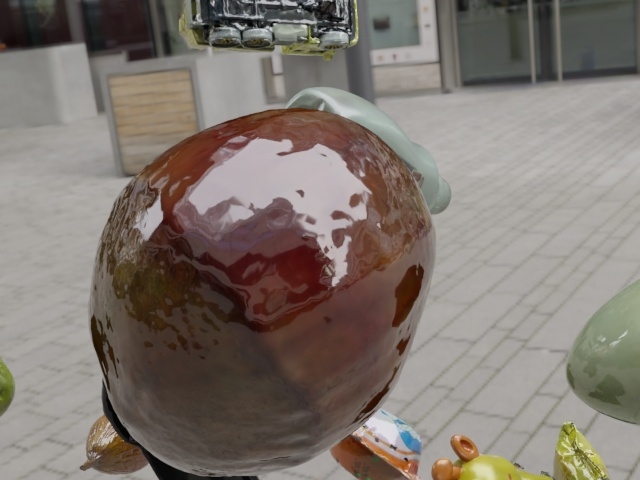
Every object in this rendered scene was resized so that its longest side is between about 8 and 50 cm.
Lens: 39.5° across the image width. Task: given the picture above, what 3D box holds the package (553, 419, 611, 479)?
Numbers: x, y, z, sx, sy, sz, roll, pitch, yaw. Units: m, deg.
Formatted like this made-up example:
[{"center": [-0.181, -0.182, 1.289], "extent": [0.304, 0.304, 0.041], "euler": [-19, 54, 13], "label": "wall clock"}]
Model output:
[{"center": [0.469, 0.443, 1.574], "extent": [0.090, 0.226, 0.168], "euler": [-18, 34, 1], "label": "package"}]

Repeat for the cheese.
[{"center": [0.071, 0.364, 1.721], "extent": [0.329, 0.129, 0.217], "euler": [36, -1, 39], "label": "cheese"}]

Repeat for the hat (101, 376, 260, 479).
[{"center": [-0.183, 0.249, 1.395], "extent": [0.238, 0.336, 0.209], "euler": [-32, 8, 32], "label": "hat"}]

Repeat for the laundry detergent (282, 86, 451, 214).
[{"center": [0.065, -0.077, 1.359], "extent": [0.125, 0.264, 0.398], "euler": [42, 20, 32], "label": "laundry detergent"}]

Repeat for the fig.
[{"center": [-0.336, 0.354, 1.486], "extent": [0.119, 0.119, 0.153], "euler": [-6, 29, 3], "label": "fig"}]

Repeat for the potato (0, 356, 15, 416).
[{"center": [-0.577, 0.213, 1.294], "extent": [0.253, 0.148, 0.186], "euler": [-3, 33, -24], "label": "potato"}]

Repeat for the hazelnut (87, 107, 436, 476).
[{"center": [-0.054, 0.056, 0.969], "extent": [0.353, 0.420, 0.421], "euler": [25, 31, 33], "label": "hazelnut"}]

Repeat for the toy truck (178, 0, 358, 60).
[{"center": [-0.088, -0.350, 1.404], "extent": [0.272, 0.124, 0.157], "euler": [-4, -1, -26], "label": "toy truck"}]

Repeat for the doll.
[{"center": [0.222, 0.340, 1.207], "extent": [0.221, 0.143, 0.135], "euler": [16, -6, -38], "label": "doll"}]

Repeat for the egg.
[{"center": [0.479, 0.152, 1.213], "extent": [0.295, 0.218, 0.218], "euler": [-25, 8, 21], "label": "egg"}]
